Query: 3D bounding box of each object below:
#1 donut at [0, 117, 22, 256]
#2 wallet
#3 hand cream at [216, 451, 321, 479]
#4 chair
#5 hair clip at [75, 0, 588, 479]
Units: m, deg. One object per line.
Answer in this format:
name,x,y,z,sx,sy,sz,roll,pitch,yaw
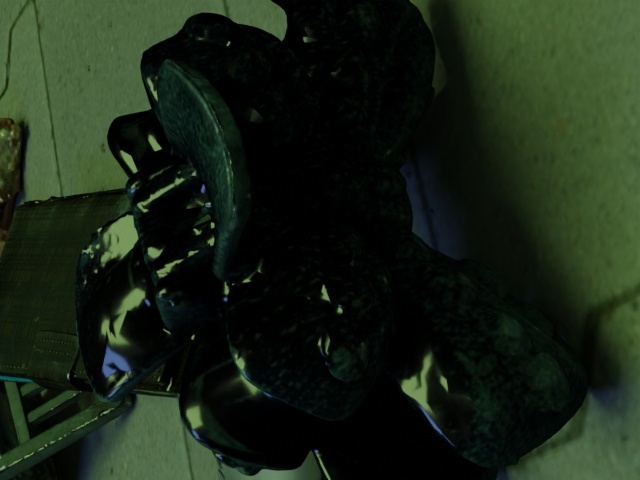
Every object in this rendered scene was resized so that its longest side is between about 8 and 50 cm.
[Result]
donut,-0.341,0.002,1.391,0.199,0.085,0.233,-63,39,39
wallet,-0.180,0.037,1.096,0.317,0.044,0.169,-5,67,50
hand cream,-0.036,0.107,0.898,0.133,0.083,0.247,45,137,53
chair,-0.274,0.172,1.258,0.270,0.147,0.136,-28,59,7
hair clip,-0.006,-0.003,0.710,0.194,0.206,0.310,-57,44,45
